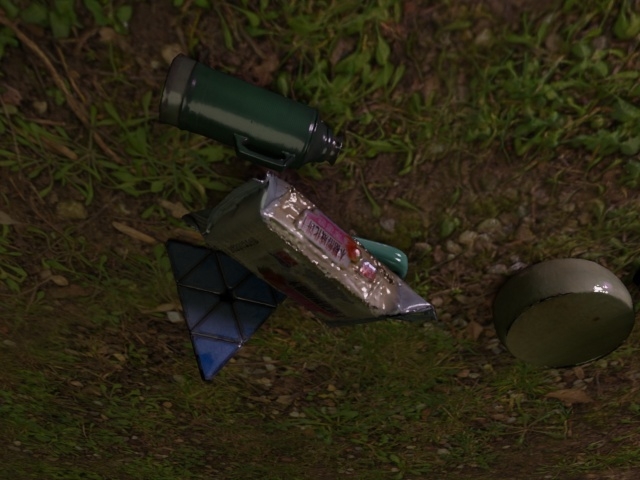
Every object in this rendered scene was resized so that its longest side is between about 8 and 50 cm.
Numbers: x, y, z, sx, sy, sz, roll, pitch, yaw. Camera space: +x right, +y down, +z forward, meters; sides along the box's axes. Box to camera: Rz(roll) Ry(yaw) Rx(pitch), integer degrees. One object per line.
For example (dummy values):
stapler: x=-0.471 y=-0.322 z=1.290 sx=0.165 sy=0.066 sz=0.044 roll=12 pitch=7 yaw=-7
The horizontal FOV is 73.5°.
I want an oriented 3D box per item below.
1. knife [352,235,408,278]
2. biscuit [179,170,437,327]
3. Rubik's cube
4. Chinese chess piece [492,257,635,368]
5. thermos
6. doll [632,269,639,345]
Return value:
knife: x=0.000 y=0.001 z=0.606 sx=0.261 sy=0.034 sz=0.063 roll=20 pitch=144 yaw=-6
biscuit: x=-0.008 y=0.028 z=0.554 sx=0.309 sy=0.079 sz=0.186 roll=41 pitch=146 yaw=-27
Rubik's cube: x=-0.120 y=0.115 z=0.615 sx=0.191 sy=0.178 sz=0.211 roll=-13 pitch=131 yaw=10
Chinese chess piece: x=0.360 y=0.111 z=0.647 sx=0.189 sy=0.083 sz=0.188 roll=3 pitch=130 yaw=4
thermos: x=-0.066 y=-0.126 z=0.455 sx=0.188 sy=0.083 sz=0.073 roll=17 pitch=109 yaw=-14
doll: x=0.504 y=0.119 z=0.524 sx=0.182 sy=0.257 sz=0.117 roll=-34 pitch=115 yaw=29
